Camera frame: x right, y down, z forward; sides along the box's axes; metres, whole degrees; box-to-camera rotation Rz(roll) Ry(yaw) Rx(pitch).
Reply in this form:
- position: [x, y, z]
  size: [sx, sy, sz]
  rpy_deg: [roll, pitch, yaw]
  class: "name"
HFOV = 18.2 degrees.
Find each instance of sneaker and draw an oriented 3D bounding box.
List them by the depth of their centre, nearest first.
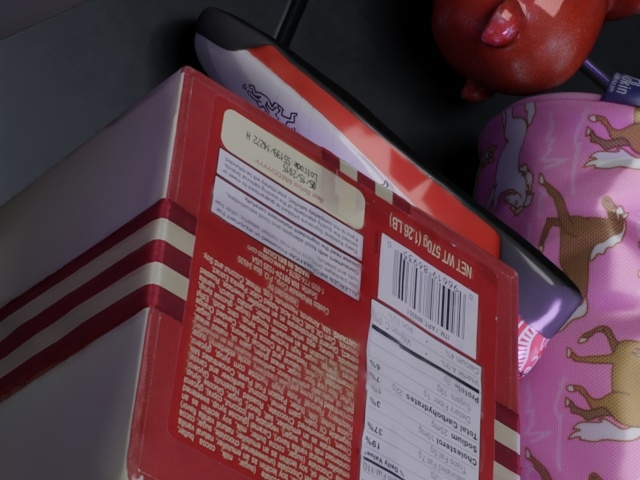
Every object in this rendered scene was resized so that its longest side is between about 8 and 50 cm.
- position: [0.000, 0.001, 1.117]
  size: [0.270, 0.090, 0.145]
  rpy_deg: [40, 98, 4]
  class: "sneaker"

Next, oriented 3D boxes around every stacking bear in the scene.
- position: [0.173, -0.211, 1.258]
  size: [0.164, 0.175, 0.289]
  rpy_deg: [39, 70, 4]
  class: "stacking bear"

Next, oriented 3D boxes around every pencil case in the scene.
- position: [0.166, 0.104, 1.183]
  size: [0.160, 0.167, 0.386]
  rpy_deg: [12, 75, -27]
  class: "pencil case"

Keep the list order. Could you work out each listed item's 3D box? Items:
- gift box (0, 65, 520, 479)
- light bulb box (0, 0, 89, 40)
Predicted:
- position: [-0.062, 0.096, 0.956]
  size: [0.255, 0.258, 0.276]
  rpy_deg: [35, 42, -27]
  class: "gift box"
- position: [-0.175, -0.296, 0.863]
  size: [0.225, 0.358, 0.361]
  rpy_deg: [11, 74, -39]
  class: "light bulb box"
